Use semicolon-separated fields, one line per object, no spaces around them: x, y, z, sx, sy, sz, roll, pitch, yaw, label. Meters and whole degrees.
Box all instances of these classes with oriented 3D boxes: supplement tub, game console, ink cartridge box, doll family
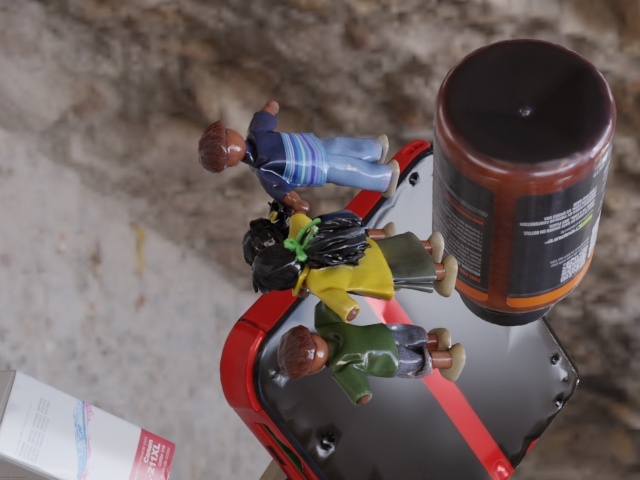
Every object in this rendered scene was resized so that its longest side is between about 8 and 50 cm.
0.119;-0.025;0.981;0.198;0.106;0.106;86;9;-57;supplement tub
0.093;0.140;1.692;0.342;0.060;0.386;-49;123;-22;game console
-0.228;0.171;1.317;0.175;0.127;0.072;33;63;-38;ink cartridge box
0.000;0.000;0.827;0.193;0.111;0.076;-119;-143;-50;doll family

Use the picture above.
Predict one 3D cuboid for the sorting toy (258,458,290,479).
-0.067;0.384;1.903;0.257;0.089;0.255;-56;169;-17;sorting toy
